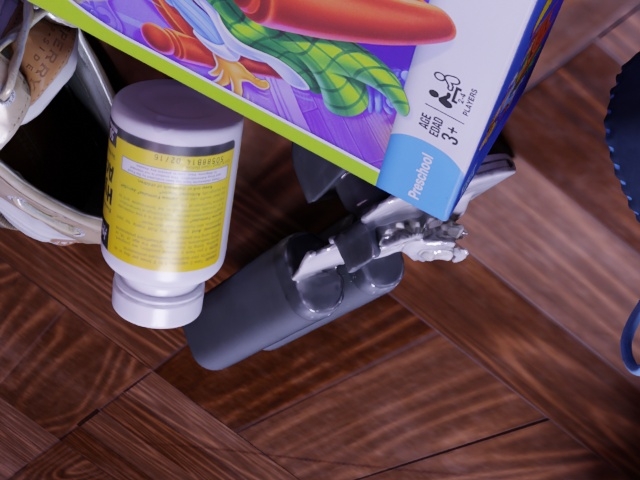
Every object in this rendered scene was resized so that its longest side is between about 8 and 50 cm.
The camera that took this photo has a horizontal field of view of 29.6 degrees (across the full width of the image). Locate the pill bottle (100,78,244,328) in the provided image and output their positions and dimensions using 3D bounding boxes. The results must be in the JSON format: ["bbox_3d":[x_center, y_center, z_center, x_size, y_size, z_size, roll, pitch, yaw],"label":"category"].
[{"bbox_3d":[-0.077,-0.016,0.609,0.065,0.065,0.116,21,120,21],"label":"pill bottle"}]

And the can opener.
[{"bbox_3d":[0.000,0.000,0.619,0.280,0.074,0.093,-42,69,59],"label":"can opener"}]

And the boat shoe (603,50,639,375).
[{"bbox_3d":[0.165,0.035,0.455,0.089,0.109,0.258,-1,135,50],"label":"boat shoe"}]

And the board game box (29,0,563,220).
[{"bbox_3d":[-0.015,-0.173,0.344,0.233,0.078,0.347,28,151,9],"label":"board game box"}]

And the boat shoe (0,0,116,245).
[{"bbox_3d":[-0.162,-0.098,0.582,0.103,0.113,0.302,17,158,24],"label":"boat shoe"}]
